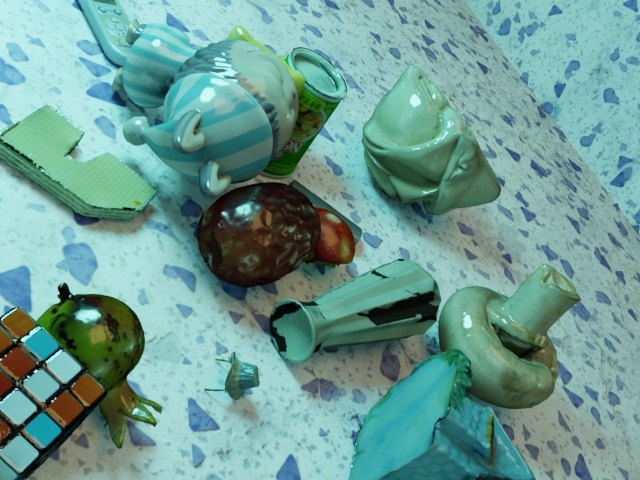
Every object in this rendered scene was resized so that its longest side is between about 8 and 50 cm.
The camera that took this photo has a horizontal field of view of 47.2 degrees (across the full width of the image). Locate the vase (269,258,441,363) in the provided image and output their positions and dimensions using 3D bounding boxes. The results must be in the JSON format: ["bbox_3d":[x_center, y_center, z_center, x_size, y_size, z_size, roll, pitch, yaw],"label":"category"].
[{"bbox_3d":[0.076,0.133,1.382,0.360,0.165,0.165,-10,63,-45],"label":"vase"}]

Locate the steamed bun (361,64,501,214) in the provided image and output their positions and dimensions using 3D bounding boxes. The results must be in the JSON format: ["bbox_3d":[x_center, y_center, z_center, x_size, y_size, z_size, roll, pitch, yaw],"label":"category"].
[{"bbox_3d":[0.238,-0.216,1.796,0.367,0.255,0.342,53,5,-42],"label":"steamed bun"}]

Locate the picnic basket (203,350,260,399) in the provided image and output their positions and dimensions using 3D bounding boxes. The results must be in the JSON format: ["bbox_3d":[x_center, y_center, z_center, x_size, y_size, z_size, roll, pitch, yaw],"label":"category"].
[{"bbox_3d":[-0.139,0.214,1.166,0.083,0.083,0.065,-3,43,9],"label":"picnic basket"}]

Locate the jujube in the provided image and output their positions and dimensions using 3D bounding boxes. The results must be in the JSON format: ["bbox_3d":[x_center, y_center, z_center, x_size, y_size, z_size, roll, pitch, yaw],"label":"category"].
[{"bbox_3d":[-0.106,-0.014,1.317,0.243,0.183,0.183,-22,72,-46],"label":"jujube"}]

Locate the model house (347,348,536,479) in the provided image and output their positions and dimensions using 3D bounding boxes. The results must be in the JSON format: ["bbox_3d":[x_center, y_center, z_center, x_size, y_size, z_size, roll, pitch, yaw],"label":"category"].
[{"bbox_3d":[0.218,0.354,1.203,0.241,0.261,0.226,39,37,-7],"label":"model house"}]

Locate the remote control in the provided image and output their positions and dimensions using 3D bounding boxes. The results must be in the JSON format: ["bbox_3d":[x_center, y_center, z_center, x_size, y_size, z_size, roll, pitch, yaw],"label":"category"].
[{"bbox_3d":[-0.443,-0.458,1.531,0.087,0.047,0.244,-9,62,-45],"label":"remote control"}]

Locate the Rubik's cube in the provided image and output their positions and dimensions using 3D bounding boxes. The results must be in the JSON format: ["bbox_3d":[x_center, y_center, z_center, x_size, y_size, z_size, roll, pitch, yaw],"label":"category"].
[{"bbox_3d":[-0.376,0.202,0.856,0.155,0.154,0.151,43,37,-2],"label":"Rubik's cube"}]

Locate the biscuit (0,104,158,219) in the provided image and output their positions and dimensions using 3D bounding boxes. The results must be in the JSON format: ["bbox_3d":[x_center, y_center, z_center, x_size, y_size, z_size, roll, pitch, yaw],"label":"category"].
[{"bbox_3d":[-0.406,-0.120,1.234,0.250,0.046,0.147,37,35,-10],"label":"biscuit"}]

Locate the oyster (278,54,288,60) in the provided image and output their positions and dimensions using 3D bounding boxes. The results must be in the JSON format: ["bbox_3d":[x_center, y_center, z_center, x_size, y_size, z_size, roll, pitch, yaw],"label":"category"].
[{"bbox_3d":[-0.071,-0.390,1.808,0.163,0.081,0.191,-9,58,-44],"label":"oyster"}]

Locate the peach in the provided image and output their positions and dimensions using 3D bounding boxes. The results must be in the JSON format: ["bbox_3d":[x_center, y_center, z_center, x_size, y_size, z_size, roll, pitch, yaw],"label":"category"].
[{"bbox_3d":[0.004,-0.006,1.485,0.151,0.151,0.118,10,93,-39],"label":"peach"}]

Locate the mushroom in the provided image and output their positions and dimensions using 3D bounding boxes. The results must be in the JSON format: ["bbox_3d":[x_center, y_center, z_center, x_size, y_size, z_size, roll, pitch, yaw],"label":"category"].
[{"bbox_3d":[0.409,0.193,1.527,0.292,0.290,0.292,28,34,-21],"label":"mushroom"}]

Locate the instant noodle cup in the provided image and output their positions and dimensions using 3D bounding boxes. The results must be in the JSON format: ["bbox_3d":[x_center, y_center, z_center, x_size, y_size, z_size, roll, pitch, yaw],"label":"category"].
[{"bbox_3d":[-0.070,-0.283,1.568,0.207,0.232,0.207,26,39,-24],"label":"instant noodle cup"}]

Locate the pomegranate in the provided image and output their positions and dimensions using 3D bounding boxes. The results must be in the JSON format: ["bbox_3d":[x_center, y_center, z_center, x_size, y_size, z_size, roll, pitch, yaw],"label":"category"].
[{"bbox_3d":[-0.293,0.166,0.981,0.220,0.156,0.156,47,36,2],"label":"pomegranate"}]

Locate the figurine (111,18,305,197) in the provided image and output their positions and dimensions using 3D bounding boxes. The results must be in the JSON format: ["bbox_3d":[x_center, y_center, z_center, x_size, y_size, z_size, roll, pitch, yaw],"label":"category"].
[{"bbox_3d":[-0.222,-0.247,1.287,0.361,0.266,0.377,20,18,-4],"label":"figurine"}]

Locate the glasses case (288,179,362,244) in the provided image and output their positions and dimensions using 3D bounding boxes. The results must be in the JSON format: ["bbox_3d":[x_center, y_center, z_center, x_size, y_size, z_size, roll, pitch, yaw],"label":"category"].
[{"bbox_3d":[0.007,-0.056,1.590,0.191,0.042,0.072,36,29,-13],"label":"glasses case"}]
